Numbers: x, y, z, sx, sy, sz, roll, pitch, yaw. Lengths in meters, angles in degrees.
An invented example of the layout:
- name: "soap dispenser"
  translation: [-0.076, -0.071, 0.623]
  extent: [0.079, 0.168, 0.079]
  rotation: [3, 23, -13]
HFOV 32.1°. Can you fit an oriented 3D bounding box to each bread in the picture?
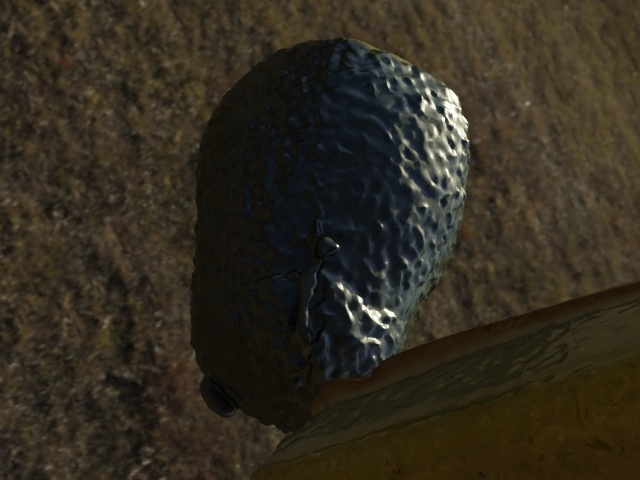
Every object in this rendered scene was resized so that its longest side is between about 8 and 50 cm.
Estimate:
- name: "bread"
  translation: [0.179, 0.181, 0.586]
  extent: [0.324, 0.333, 0.143]
  rotation: [59, 32, -14]

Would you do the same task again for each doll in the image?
- name: "doll"
  translation: [0.000, 0.000, 0.932]
  extent: [0.247, 0.247, 0.350]
  rotation: [38, 44, -31]
